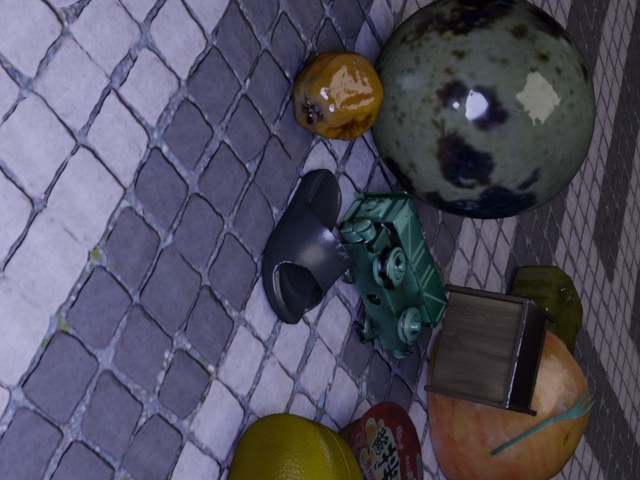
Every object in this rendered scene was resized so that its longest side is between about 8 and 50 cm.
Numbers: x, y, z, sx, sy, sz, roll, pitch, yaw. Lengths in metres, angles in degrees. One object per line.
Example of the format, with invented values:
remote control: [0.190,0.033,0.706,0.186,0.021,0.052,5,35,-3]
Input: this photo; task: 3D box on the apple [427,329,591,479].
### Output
apple: [0.337,0.300,1.705,0.252,0.314,0.309,-120,-172,-55]

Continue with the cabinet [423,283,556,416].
cabinet: [0.279,0.183,1.490,0.215,0.148,0.174,26,75,-62]

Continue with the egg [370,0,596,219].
egg: [0.259,-0.203,1.445,0.428,0.345,0.344,30,64,-61]

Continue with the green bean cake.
green bean cake: [0.496,0.199,2.007,0.233,0.124,0.236,59,42,-39]

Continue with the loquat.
loquat: [0.023,-0.204,1.285,0.137,0.113,0.137,-21,121,-38]

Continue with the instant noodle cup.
instant noodle cup: [0.054,0.369,1.327,0.274,0.091,0.273,3,86,-57]

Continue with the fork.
fork: [0.397,0.325,1.589,0.235,0.021,0.039,-25,104,-21]

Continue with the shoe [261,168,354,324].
shoe: [0.000,0.000,1.255,0.108,0.093,0.241,56,43,-42]

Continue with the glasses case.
glasses case: [-0.048,0.395,1.084,0.141,0.173,0.371,38,58,-55]

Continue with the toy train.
toy train: [0.111,0.058,1.408,0.154,0.115,0.269,-55,132,-41]
